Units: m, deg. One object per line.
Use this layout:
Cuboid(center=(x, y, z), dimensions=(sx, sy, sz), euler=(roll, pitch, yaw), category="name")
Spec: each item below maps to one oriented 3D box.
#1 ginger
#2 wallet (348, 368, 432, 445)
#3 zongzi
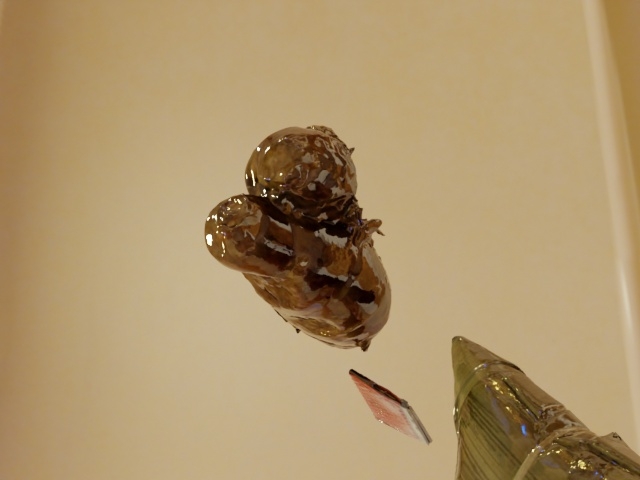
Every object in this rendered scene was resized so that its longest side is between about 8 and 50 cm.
Cuboid(center=(0.000, 0.000, 1.409), dimensions=(0.254, 0.176, 0.418), euler=(-62, -35, -18), category="ginger")
Cuboid(center=(0.104, 0.248, 1.516), dimensions=(0.020, 0.103, 0.196), euler=(-58, -27, -15), category="wallet")
Cuboid(center=(0.187, 0.417, 1.292), dimensions=(0.218, 0.500, 0.467), euler=(33, -178, -32), category="zongzi")
